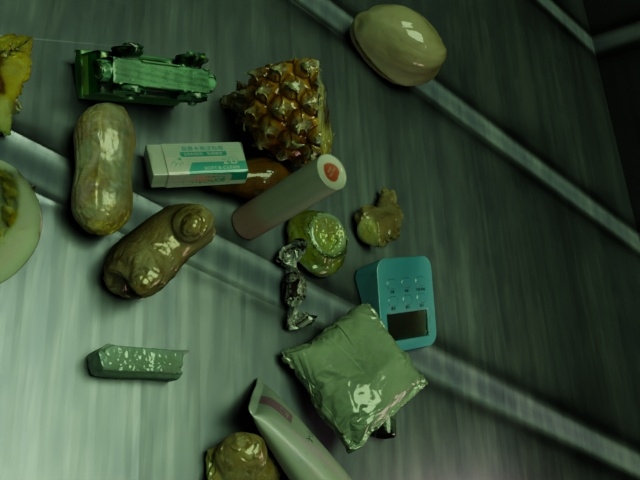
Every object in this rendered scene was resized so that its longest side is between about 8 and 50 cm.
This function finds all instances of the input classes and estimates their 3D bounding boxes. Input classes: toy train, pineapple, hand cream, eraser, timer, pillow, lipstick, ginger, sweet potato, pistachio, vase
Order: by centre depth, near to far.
[{"bbox_3d":[-0.668,-0.296,1.560,0.250,0.139,0.164,-59,154,-26],"label":"pineapple"},{"bbox_3d":[-0.324,0.013,1.642,0.130,0.221,0.276,54,36,-22],"label":"ginger"},{"bbox_3d":[-0.138,0.464,1.663,0.193,0.122,0.115,23,39,-41],"label":"ginger"},{"bbox_3d":[-0.041,0.470,1.739,0.359,0.118,0.185,55,10,-8],"label":"hand cream"},{"bbox_3d":[-0.388,-0.364,1.762,0.300,0.202,0.120,-4,97,-44],"label":"toy train"},{"bbox_3d":[-0.283,-0.175,1.810,0.225,0.052,0.096,-5,57,-24],"label":"eraser"},{"bbox_3d":[-0.078,-0.095,1.824,0.087,0.326,0.087,20,58,-36],"label":"lipstick"},{"bbox_3d":[0.089,0.311,1.900,0.310,0.138,0.283,-32,78,-37],"label":"pillow"},{"bbox_3d":[-0.124,-0.274,1.954,0.344,0.286,0.209,77,19,-58],"label":"pineapple"},{"bbox_3d":[-0.136,-0.151,1.955,0.359,0.112,0.112,-4,73,-43],"label":"sweet potato"},{"bbox_3d":[0.162,0.392,2.006,0.060,0.060,0.212,22,56,-34],"label":"vase"},{"bbox_3d":[0.223,0.175,2.147,0.231,0.091,0.250,-4,77,-44],"label":"timer"},{"bbox_3d":[0.178,-0.060,2.230,0.137,0.074,0.213,56,38,-6],"label":"ginger"},{"bbox_3d":[0.242,-0.618,2.473,0.331,0.208,0.226,28,97,-22],"label":"pistachio"}]

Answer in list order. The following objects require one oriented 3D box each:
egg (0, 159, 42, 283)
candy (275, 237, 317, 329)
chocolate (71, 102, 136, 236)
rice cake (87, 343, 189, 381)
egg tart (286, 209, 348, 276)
[{"bbox_3d":[-0.634,-0.031,1.409,0.271,0.161,0.206,-40,137,-14],"label":"egg"},{"bbox_3d":[-0.059,0.105,1.926,0.051,0.093,0.226,47,37,-70],"label":"candy"},{"bbox_3d":[-0.454,-0.156,1.651,0.134,0.134,0.309,16,61,-37],"label":"chocolate"},{"bbox_3d":[-0.365,0.247,1.587,0.206,0.069,0.063,14,60,-41],"label":"rice cake"},{"bbox_3d":[0.000,0.000,2.032,0.197,0.078,0.197,17,61,-34],"label":"egg tart"}]
